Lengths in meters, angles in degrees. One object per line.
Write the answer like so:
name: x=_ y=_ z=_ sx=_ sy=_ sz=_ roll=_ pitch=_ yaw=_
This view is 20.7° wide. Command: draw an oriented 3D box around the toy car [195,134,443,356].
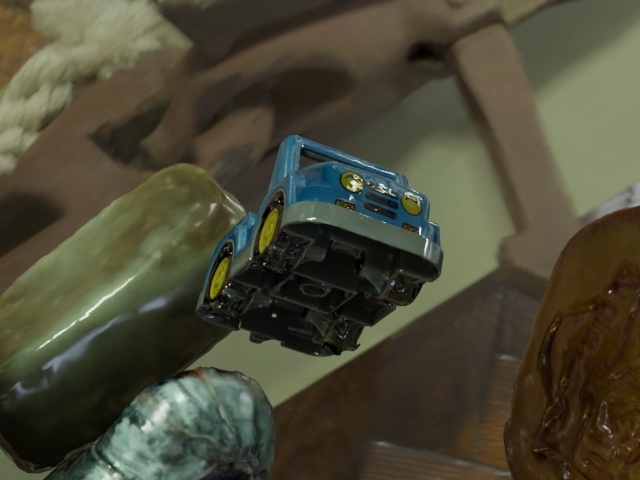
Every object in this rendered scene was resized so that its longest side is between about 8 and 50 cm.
toy car: x=0.000 y=0.000 z=1.047 sx=0.097 sy=0.191 sz=0.100 roll=19 pitch=64 yaw=-17

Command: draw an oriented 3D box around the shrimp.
shrimp: x=-0.155 y=0.245 z=1.160 sx=0.137 sy=0.172 sz=0.372 roll=31 pitch=96 yaw=-39

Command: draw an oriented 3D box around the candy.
candy: x=-0.145 y=0.052 z=1.206 sx=0.234 sy=0.102 sz=0.104 roll=-36 pitch=132 yaw=-5

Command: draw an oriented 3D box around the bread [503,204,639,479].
bread: x=0.253 y=0.111 z=1.214 sx=0.148 sy=0.270 sz=0.270 roll=5 pitch=79 yaw=-46
